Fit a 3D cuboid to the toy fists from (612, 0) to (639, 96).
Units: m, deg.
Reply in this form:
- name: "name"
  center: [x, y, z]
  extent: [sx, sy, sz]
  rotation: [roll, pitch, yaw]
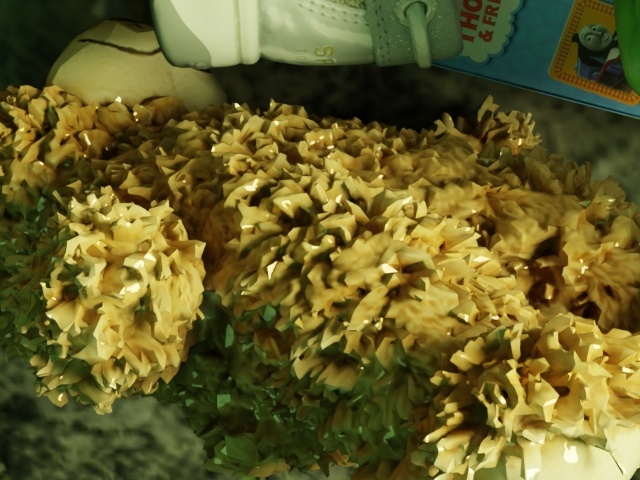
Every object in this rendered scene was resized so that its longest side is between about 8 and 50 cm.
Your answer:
- name: "toy fists"
  center: [0.204, -0.047, 0.557]
  extent: [0.279, 0.096, 0.142]
  rotation: [16, 99, -30]

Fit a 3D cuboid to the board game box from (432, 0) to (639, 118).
- name: "board game box"
  center: [0.132, -0.113, 0.632]
  extent: [0.211, 0.039, 0.160]
  rotation: [15, 120, 5]

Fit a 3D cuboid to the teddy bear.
- name: "teddy bear"
  center: [0.000, 0.000, 0.606]
  extent: [0.245, 0.338, 0.113]
  rotation: [-14, 113, -25]

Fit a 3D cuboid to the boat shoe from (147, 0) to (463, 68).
- name: "boat shoe"
  center: [0.000, -0.207, 0.567]
  extent: [0.103, 0.118, 0.321]
  rotation: [2, 106, -1]
